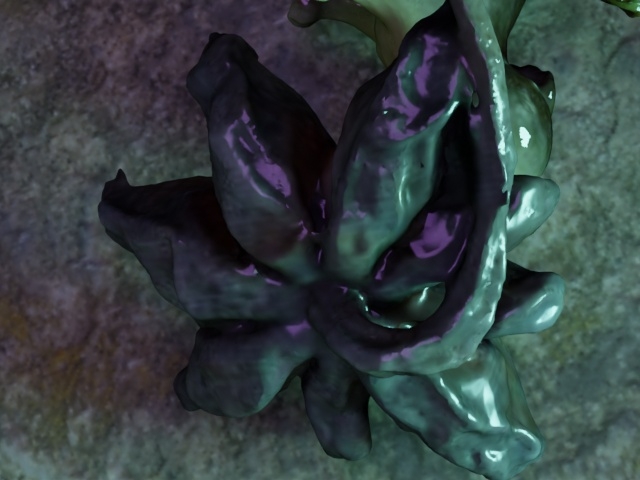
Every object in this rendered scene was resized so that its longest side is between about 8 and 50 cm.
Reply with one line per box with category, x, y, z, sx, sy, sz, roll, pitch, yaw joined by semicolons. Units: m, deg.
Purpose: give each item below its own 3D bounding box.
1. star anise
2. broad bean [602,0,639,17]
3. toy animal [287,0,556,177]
star anise;0.000;0.000;0.718;0.316;0.139;0.359;-38;101;28
broad bean;0.134;-0.264;0.812;0.144;0.049;0.291;16;59;-35
toy animal;0.072;-0.135;0.816;0.169;0.121;0.233;21;71;-8
